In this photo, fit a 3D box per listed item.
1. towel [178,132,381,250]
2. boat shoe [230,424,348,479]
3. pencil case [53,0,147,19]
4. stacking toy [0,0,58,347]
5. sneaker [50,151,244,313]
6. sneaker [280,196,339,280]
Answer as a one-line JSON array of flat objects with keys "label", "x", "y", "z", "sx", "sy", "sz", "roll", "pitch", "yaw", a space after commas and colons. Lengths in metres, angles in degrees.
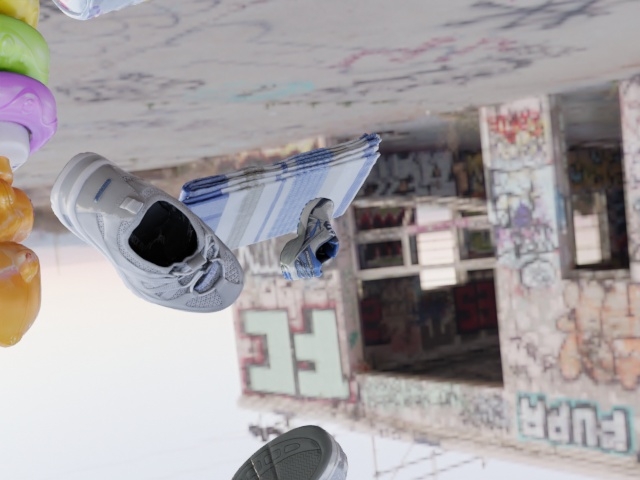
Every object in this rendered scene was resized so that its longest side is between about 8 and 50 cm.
[{"label": "towel", "x": -0.067, "y": -0.052, "z": 1.305, "sx": 0.285, "sy": 0.034, "sz": 0.209, "roll": -18, "pitch": 160, "yaw": -23}, {"label": "boat shoe", "x": -0.062, "y": 0.344, "z": 1.115, "sx": 0.103, "sy": 0.320, "sz": 0.118, "roll": 24, "pitch": -164, "yaw": -33}, {"label": "pencil case", "x": -0.217, "y": -0.366, "z": 1.240, "sx": 0.273, "sy": 0.124, "sz": 0.113, "roll": -30, "pitch": -162, "yaw": -38}, {"label": "stacking toy", "x": -0.201, "y": -0.088, "z": 0.516, "sx": 0.175, "sy": 0.302, "sz": 0.166, "roll": -28, "pitch": 168, "yaw": 32}, {"label": "sneaker", "x": -0.153, "y": 0.018, "z": 1.004, "sx": 0.115, "sy": 0.105, "sz": 0.281, "roll": 26, "pitch": 172, "yaw": 35}, {"label": "sneaker", "x": 0.000, "y": 0.000, "z": 1.202, "sx": 0.058, "sy": 0.052, "sz": 0.135, "roll": 4, "pitch": -134, "yaw": 21}]
